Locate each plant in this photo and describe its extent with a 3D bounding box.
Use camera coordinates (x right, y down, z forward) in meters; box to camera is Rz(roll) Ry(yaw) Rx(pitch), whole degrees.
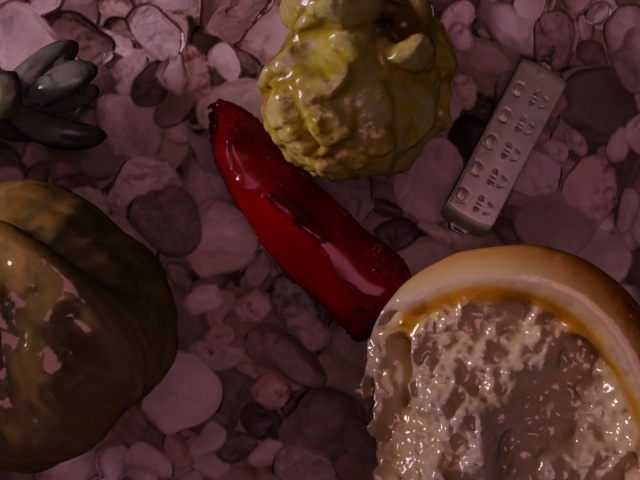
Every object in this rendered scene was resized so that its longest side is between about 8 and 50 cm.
[{"bbox_3d":[-0.365,-0.135,1.451,0.274,0.149,0.146,-16,84,-13],"label":"plant"}]

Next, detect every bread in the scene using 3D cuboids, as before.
[{"bbox_3d":[0.201,0.218,1.424,0.329,0.245,0.424,-10,84,-6],"label":"bread"}]

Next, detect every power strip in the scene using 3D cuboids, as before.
[{"bbox_3d":[0.216,-0.119,1.587,0.060,0.027,0.252,29,79,-3],"label":"power strip"}]

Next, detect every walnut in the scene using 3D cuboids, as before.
[{"bbox_3d":[-0.292,0.087,1.370,0.277,0.253,0.282,38,79,0],"label":"walnut"}]

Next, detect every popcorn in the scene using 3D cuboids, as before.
[{"bbox_3d":[0.041,-0.171,1.476,0.195,0.255,0.256,16,42,34],"label":"popcorn"}]

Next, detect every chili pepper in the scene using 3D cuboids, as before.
[{"bbox_3d":[0.000,0.000,1.505,0.110,0.110,0.387,-42,86,-12],"label":"chili pepper"}]
